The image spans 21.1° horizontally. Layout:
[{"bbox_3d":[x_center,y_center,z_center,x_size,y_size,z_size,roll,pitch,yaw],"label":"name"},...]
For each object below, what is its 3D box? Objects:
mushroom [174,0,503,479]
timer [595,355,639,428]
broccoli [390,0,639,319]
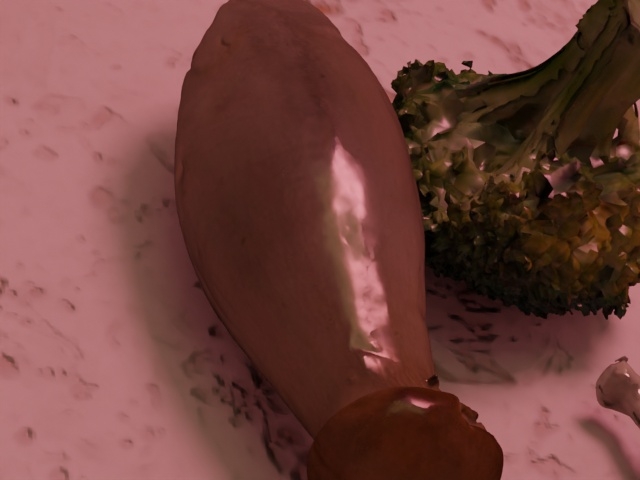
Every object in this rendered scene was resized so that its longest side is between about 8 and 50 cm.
[{"bbox_3d":[0.000,0.000,0.880,0.128,0.128,0.350,3,48,-27],"label":"mushroom"},{"bbox_3d":[0.214,0.156,0.830,0.175,0.175,0.266,22,22,-6],"label":"timer"},{"bbox_3d":[0.130,-0.058,0.962,0.194,0.194,0.219,26,33,-1],"label":"broccoli"}]
